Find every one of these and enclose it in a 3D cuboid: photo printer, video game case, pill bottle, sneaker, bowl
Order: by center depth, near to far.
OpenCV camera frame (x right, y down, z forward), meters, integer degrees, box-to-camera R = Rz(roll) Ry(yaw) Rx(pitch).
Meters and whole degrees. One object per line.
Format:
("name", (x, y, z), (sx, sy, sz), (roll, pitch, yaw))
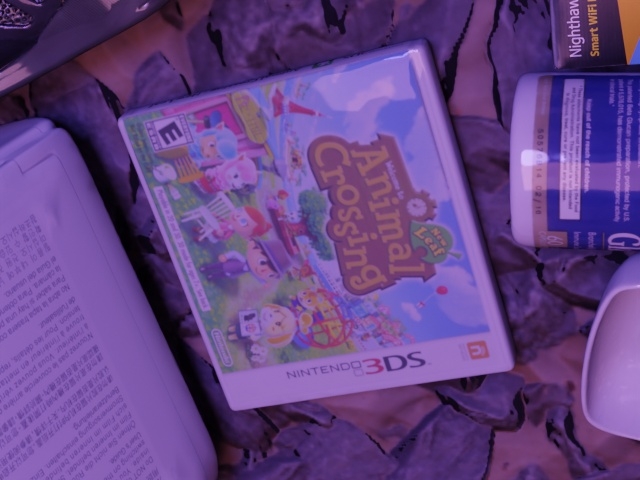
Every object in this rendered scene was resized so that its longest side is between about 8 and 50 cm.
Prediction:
("pill bottle", (0.186, -0.040, 0.631), (0.169, 0.094, 0.094), (2, 116, 14))
("bowl", (0.220, 0.058, 0.680), (0.142, 0.053, 0.142), (7, 137, 9))
("sneaker", (-0.196, -0.145, 0.685), (0.227, 0.087, 0.130), (-26, 106, 21))
("photo printer", (-0.193, 0.116, 0.721), (0.107, 0.256, 0.308), (-4, 117, 38))
("video game case", (0.000, 0.000, 0.740), (0.193, 0.023, 0.212), (-11, 113, 19))

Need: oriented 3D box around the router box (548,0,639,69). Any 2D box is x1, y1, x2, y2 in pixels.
("router box", (0.175, -0.178, 0.592), (0.133, 0.046, 0.179), (-2, 116, 16))
